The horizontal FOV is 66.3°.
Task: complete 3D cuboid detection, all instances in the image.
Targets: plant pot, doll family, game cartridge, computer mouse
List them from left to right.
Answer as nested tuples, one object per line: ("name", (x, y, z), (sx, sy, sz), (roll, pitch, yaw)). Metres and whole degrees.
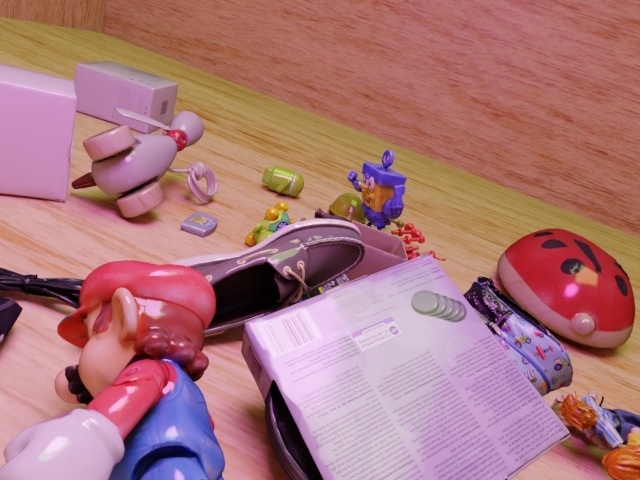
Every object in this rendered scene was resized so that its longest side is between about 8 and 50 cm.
("computer mouse", (-0.337, 0.095, 0.511), (0.183, 0.060, 0.262), (9, 12, -13))
("game cartridge", (-0.232, -0.032, 0.956), (0.055, 0.017, 0.083), (22, 22, -3))
("plant pot", (0.093, 0.039, 0.944), (0.109, 0.096, 0.109), (21, 21, -5))
("doll family", (0.401, 0.265, 0.634), (0.163, 0.119, 0.263), (16, 22, -8))

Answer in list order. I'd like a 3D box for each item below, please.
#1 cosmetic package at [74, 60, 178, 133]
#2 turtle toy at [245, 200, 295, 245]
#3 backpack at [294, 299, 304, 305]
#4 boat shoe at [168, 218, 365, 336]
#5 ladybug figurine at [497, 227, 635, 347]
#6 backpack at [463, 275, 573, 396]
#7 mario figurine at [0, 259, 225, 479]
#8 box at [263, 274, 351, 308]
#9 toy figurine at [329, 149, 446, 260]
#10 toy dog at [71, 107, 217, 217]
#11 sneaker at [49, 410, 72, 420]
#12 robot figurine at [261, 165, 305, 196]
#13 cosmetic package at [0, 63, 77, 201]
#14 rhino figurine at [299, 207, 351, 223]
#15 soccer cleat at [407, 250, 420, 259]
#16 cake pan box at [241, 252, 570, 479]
("cosmetic package", (-0.576, -0.434, 1.465), (0.224, 0.138, 0.224), (16, 22, -4))
("turtle toy", (-0.094, -0.015, 0.946), (0.066, 0.095, 0.130), (42, 24, 0))
("backpack", (-0.001, 0.146, 0.612), (0.101, 0.098, 0.120), (16, 21, -18))
("boat shoe", (-0.069, 0.054, 0.665), (0.304, 0.109, 0.091), (-16, 33, -16))
("ladybug figurine", (0.583, 0.089, 1.150), (0.304, 0.162, 0.449), (22, 22, 5))
("backpack", (0.268, 0.164, 0.714), (0.173, 0.117, 0.158), (42, -13, 39))
("mario figurine", (-0.149, 0.154, 0.381), (0.170, 0.198, 0.321), (-1, 43, -32))
("box", (-0.021, 0.091, 0.800), (0.184, 0.045, 0.191), (6, 26, -24))
("toy figurine", (0.153, -0.109, 1.145), (0.191, 0.218, 0.362), (-1, 23, -16))
("toy dog", (-0.359, -0.161, 0.970), (0.160, 0.220, 0.333), (-8, 7, 17))
("sneaker", (-0.216, 0.175, 0.400), (0.050, 0.070, 0.134), (10, 23, -14))
("robot figurine", (-0.095, -0.157, 1.296), (0.115, 0.067, 0.101), (18, 10, -4))
("cosmetic package", (-0.606, -0.198, 0.794), (0.365, 0.197, 0.155), (7, 24, -33))
("rhino figurine", (0.000, 0.000, 0.996), (0.106, 0.073, 0.243), (21, 23, 12))
("soccer cleat", (0.199, 0.032, 1.150), (0.083, 0.029, 0.035), (4, 17, -41))
("cake pan box", (0.077, 0.156, 0.505), (0.266, 0.070, 0.246), (-18, 56, -27))
